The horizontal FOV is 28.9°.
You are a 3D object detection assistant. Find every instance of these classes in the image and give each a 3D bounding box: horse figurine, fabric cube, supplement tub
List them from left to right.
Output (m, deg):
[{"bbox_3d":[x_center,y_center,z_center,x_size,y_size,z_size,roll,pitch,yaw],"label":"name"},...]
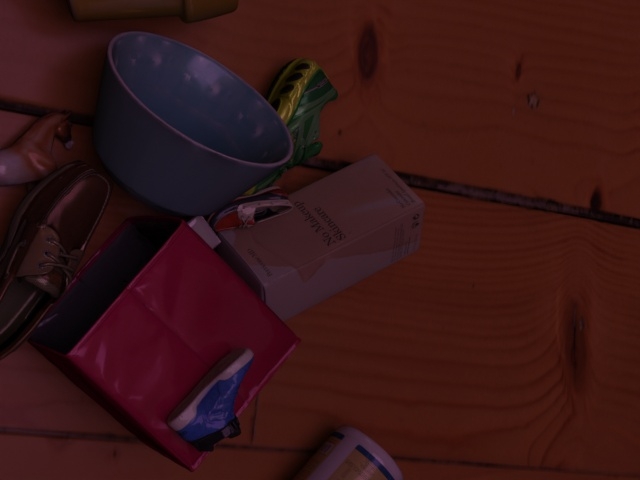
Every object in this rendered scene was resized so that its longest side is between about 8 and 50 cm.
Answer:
[{"bbox_3d":[-0.465,-0.081,1.818,0.263,0.066,0.174,-17,107,-28],"label":"horse figurine"},{"bbox_3d":[-0.237,0.143,1.835,0.258,0.254,0.259,46,72,-20],"label":"fabric cube"},{"bbox_3d":[0.024,0.419,2.038,0.200,0.144,0.144,-46,110,-17],"label":"supplement tub"}]

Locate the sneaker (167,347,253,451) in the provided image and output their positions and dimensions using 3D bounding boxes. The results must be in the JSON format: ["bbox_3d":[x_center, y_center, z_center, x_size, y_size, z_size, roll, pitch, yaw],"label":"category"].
[{"bbox_3d":[-0.131,0.225,1.719,0.152,0.058,0.084,-47,106,-13],"label":"sneaker"}]

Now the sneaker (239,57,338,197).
[{"bbox_3d":[-0.060,-0.147,1.991,0.123,0.109,0.295,33,84,-31],"label":"sneaker"}]

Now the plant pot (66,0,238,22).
[{"bbox_3d":[-0.269,-0.429,1.816,0.239,0.254,0.254,-17,100,-10],"label":"plant pot"}]

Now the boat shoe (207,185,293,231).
[{"bbox_3d":[-0.108,-0.042,1.911,0.137,0.049,0.043,-22,57,-23],"label":"boat shoe"}]

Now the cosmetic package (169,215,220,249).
[{"bbox_3d":[-0.204,-0.009,1.922,0.041,0.115,0.060,-41,110,-19],"label":"cosmetic package"}]

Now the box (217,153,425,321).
[{"bbox_3d":[0.000,0.000,1.991,0.311,0.148,0.121,-28,146,-24],"label":"box"}]

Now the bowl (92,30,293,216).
[{"bbox_3d":[-0.213,-0.153,1.840,0.311,0.311,0.163,25,117,-25],"label":"bowl"}]

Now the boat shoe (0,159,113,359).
[{"bbox_3d":[-0.401,0.041,1.788,0.122,0.120,0.324,35,90,-44],"label":"boat shoe"}]
